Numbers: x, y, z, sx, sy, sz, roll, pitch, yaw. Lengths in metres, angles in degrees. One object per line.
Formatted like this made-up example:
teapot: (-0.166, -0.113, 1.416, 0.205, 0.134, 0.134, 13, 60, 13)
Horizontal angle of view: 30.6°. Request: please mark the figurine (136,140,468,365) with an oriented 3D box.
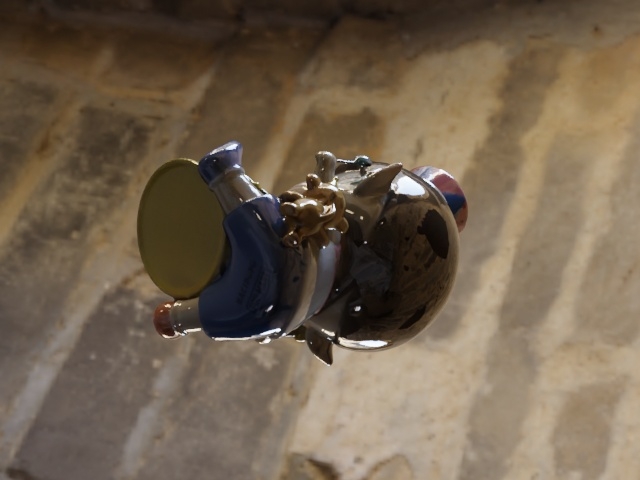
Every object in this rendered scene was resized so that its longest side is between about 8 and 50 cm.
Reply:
figurine: (0.006, 0.005, 0.849, 0.275, 0.158, 0.161, 5, 115, -47)
